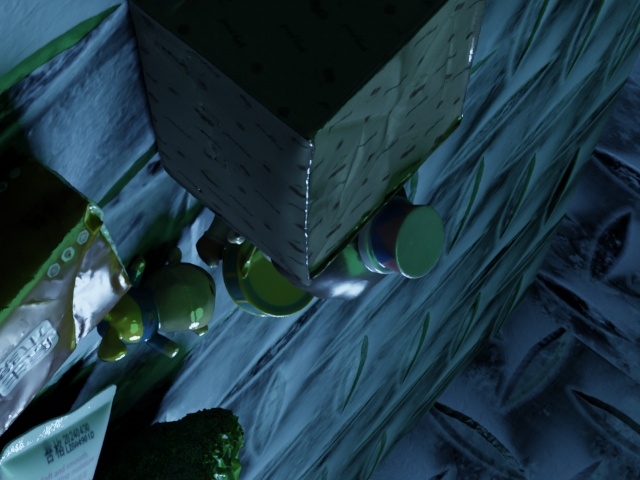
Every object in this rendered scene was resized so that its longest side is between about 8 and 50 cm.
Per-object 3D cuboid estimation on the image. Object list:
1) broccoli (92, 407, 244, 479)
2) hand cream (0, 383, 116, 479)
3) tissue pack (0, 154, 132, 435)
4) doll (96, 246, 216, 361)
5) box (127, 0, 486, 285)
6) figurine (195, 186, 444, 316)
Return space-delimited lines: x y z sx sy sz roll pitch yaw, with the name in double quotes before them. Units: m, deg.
"broccoli" -0.158 0.337 1.862 0.308 0.275 0.308 -161 -90 -84
"hand cream" -0.307 0.312 1.659 0.185 0.118 0.359 -24 141 -58
"tissue pack" -0.250 0.062 1.246 0.226 0.092 0.183 -47 165 -13
"doll" -0.152 0.060 1.575 0.089 0.102 0.179 -12 -168 28
"box" -0.007 -0.143 1.332 0.225 0.190 0.297 -47 164 -17
"figurine" -0.001 -0.009 1.554 0.161 0.158 0.275 -9 -179 -26
